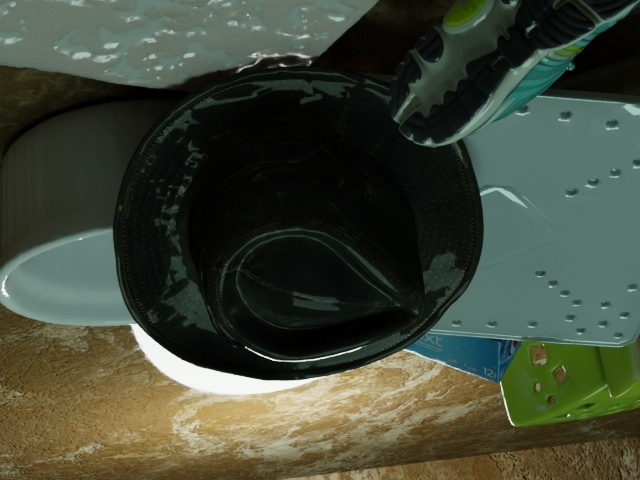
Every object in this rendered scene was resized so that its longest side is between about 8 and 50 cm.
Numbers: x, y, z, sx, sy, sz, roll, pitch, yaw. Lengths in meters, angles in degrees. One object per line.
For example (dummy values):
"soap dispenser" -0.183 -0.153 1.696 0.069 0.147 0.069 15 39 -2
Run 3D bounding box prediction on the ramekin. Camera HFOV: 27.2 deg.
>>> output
"ramekin" -0.174 -0.024 1.256 0.277 0.135 0.277 -9 160 -3

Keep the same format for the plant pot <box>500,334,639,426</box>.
"plant pot" 0.363 0.102 1.652 0.227 0.228 0.207 -3 169 -34

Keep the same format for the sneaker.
"sneaker" 0.169 -0.173 1.021 0.275 0.107 0.110 -38 162 27

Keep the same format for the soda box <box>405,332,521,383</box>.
"soda box" 0.122 0.085 1.508 0.210 0.067 0.071 18 138 23

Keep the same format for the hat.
"hat" 0.000 0.016 1.087 0.331 0.134 0.331 -7 118 -13

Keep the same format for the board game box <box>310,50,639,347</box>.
"board game box" 0.159 -0.029 1.278 0.390 0.050 0.390 4 145 -2

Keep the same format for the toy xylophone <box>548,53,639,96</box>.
"toy xylophone" 0.359 -0.117 1.295 0.323 0.081 0.236 -21 152 28

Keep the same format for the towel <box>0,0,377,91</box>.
"towel" -0.101 -0.196 0.937 0.332 0.053 0.317 5 156 -33
